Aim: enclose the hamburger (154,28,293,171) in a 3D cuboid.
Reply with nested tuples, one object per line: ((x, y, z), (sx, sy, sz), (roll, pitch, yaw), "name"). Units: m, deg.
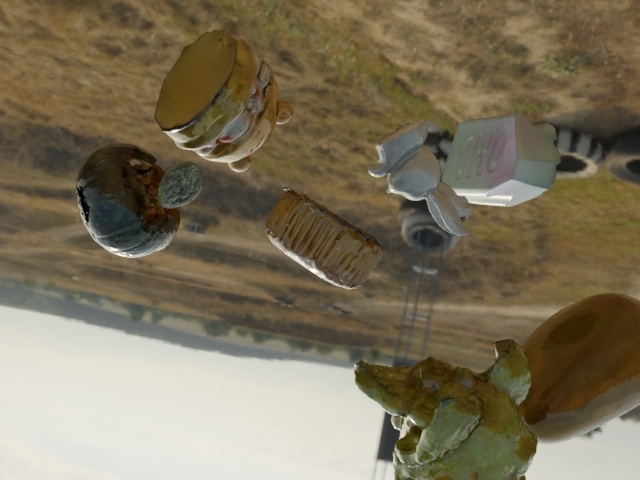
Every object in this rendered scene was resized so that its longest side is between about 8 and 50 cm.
((-0.202, -0.297, 1.668), (0.276, 0.276, 0.236), (3, 157, 45), "hamburger")

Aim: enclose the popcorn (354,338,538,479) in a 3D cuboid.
((0.235, 0.340, 1.368), (0.321, 0.290, 0.326), (-8, 170, 2), "popcorn")

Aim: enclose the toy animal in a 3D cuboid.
((0.177, -0.096, 1.350), (0.130, 0.221, 0.104), (-25, -162, 15), "toy animal")

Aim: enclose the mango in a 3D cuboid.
((0.578, 0.288, 1.681), (0.445, 0.232, 0.300), (-35, -160, -25), "mango")

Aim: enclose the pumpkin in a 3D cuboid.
((-0.388, -0.076, 1.518), (0.159, 0.238, 0.238), (-21, 160, 21), "pumpkin")

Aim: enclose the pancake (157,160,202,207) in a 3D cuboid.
((-0.266, -0.106, 1.446), (0.017, 0.108, 0.108), (39, -173, 29), "pancake")

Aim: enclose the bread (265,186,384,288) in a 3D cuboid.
((0.001, 0.000, 1.233), (0.199, 0.104, 0.199), (32, -177, -2), "bread")

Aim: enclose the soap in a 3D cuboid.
((0.439, -0.194, 1.857), (0.115, 0.208, 0.347), (17, 180, -18), "soap")
